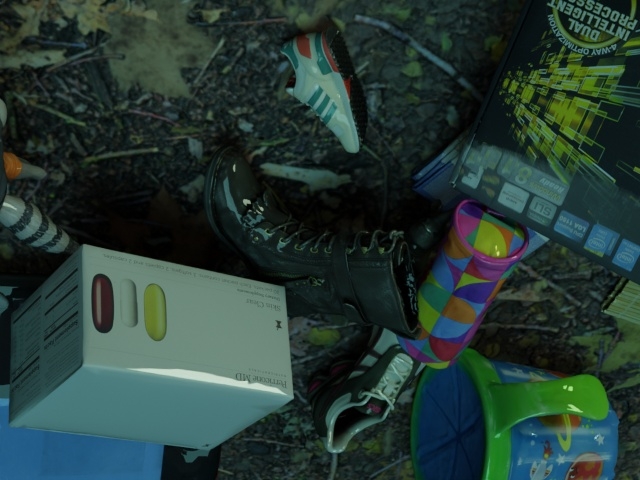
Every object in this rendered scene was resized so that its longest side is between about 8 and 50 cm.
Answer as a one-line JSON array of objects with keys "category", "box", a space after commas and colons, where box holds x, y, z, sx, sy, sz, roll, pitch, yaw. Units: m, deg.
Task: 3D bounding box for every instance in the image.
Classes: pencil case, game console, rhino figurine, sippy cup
[{"category": "pencil case", "box": [0.162, 0.053, 1.425, 0.104, 0.104, 0.236, 10, 141, -12]}, {"category": "game console", "box": [-0.312, 0.202, 1.574, 0.386, 0.060, 0.342, 3, 117, -15]}, {"category": "rhino figurine", "box": [0.090, 0.023, 1.489, 0.243, 0.106, 0.073, -43, 76, 35]}, {"category": "sippy cup", "box": [0.268, 0.265, 1.628, 0.224, 0.305, 0.240, 5, 97, -21]}]

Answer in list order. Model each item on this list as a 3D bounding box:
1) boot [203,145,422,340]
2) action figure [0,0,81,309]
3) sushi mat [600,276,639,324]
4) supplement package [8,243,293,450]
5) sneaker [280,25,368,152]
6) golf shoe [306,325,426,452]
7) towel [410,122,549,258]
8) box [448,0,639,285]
[{"category": "boot", "box": [0.000, 0.000, 1.411, 0.229, 0.091, 0.263, 0, 126, 35]}, {"category": "action figure", "box": [-0.350, -0.104, 1.264, 0.178, 0.341, 0.330, 20, 160, 11]}, {"category": "sushi mat", "box": [0.546, 0.086, 1.631, 0.316, 0.019, 0.151, 18, 121, -17]}, {"category": "supplement package", "box": [-0.196, 0.132, 1.389, 0.261, 0.145, 0.204, 13, 148, -32]}, {"category": "sneaker", "box": [0.003, -0.170, 1.391, 0.075, 0.057, 0.161, -5, 129, 20]}, {"category": "golf shoe", "box": [0.092, 0.174, 1.600, 0.105, 0.120, 0.273, 31, 116, -22]}, {"category": "towel", "box": [0.274, -0.106, 1.464, 0.209, 0.034, 0.285, 35, 118, -28]}, {"category": "box", "box": [0.373, -0.116, 1.280, 0.395, 0.097, 0.318, 30, 117, 17]}]
